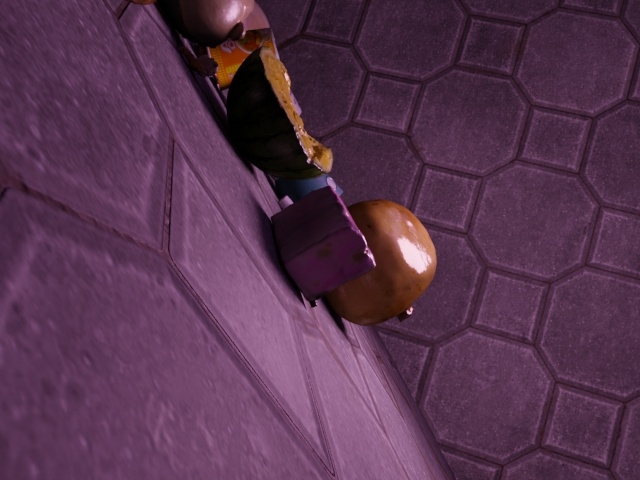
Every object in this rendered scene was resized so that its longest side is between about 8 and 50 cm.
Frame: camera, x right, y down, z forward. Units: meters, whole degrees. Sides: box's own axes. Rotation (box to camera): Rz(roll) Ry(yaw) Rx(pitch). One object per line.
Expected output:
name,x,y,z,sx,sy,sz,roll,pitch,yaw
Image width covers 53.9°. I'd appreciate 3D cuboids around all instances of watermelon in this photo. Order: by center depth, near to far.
watermelon,-0.117,-0.267,1.481,0.331,0.189,0.330,50,21,-27

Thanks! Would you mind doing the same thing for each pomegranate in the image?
pomegranate,0.140,0.060,1.608,0.332,0.333,0.332,61,3,-6

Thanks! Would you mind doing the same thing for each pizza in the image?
pizza,-0.272,-0.378,1.363,0.078,0.025,0.083,58,8,29

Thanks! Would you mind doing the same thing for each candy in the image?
candy,0.000,0.000,1.235,0.115,0.155,0.265,57,4,-23

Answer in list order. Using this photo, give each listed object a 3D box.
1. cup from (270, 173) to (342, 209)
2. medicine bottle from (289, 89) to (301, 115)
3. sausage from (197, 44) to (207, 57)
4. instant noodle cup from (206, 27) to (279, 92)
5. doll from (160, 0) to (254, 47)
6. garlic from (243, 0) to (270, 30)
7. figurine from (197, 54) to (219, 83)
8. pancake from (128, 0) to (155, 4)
cup,-0.051,-0.157,1.815,0.173,0.167,0.299,52,30,-9
medicine bottle,-0.224,-0.561,2.259,0.332,0.190,0.190,60,3,-28
sausage,-0.333,-0.541,1.776,0.029,0.029,0.223,60,3,-26
instant noodle cup,-0.211,-0.511,1.739,0.168,0.185,0.168,165,-90,-87
doll,-0.277,-0.602,1.502,0.349,0.247,0.247,44,-10,46
garlic,-0.294,-0.628,1.947,0.340,0.231,0.245,47,53,-46
figurine,-0.281,-0.430,1.587,0.083,0.047,0.050,55,-17,44
pancake,-0.296,-0.393,0.861,0.212,0.056,0.257,55,6,35
